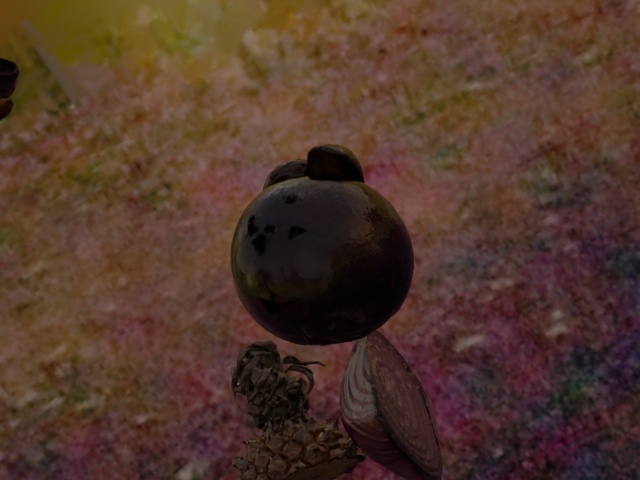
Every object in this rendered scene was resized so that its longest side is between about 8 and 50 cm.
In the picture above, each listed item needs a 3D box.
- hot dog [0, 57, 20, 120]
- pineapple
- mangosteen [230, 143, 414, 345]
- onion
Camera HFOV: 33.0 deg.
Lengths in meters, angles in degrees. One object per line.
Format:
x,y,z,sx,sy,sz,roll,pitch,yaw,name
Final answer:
-0.538,-0.182,1.380,0.326,0.107,0.194,-1,-8,-26,hot dog
-0.073,0.310,1.968,0.263,0.271,0.262,-17,-20,-6,pineapple
0.000,0.000,1.330,0.228,0.228,0.265,-20,57,26,mangosteen
0.108,0.302,1.828,0.111,0.247,0.250,-28,31,16,onion
